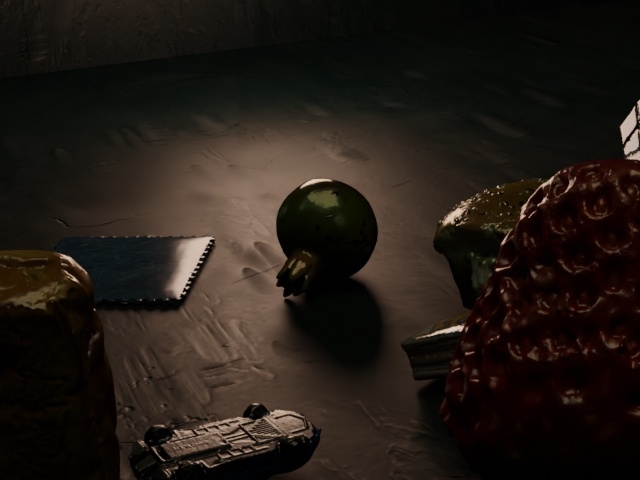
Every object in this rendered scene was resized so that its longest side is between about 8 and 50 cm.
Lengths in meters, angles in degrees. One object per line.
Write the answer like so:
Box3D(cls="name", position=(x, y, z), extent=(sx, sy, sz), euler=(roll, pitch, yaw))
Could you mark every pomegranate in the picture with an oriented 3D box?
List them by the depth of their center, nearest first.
Box3D(cls="pomegranate", position=(0.000, 0.000, 1.809), extent=(0.159, 0.159, 0.205), euler=(11, 50, 31))

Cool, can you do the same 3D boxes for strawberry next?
Box3D(cls="strawberry", position=(0.286, 0.095, 1.232), extent=(0.317, 0.345, 0.295), euler=(18, 28, 41))

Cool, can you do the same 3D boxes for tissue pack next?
Box3D(cls="tissue pack", position=(0.194, 0.122, 1.489), extent=(0.115, 0.065, 0.155), euler=(-22, 3, -43))

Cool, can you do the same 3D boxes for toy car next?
Box3D(cls="toy car", position=(-0.100, 0.234, 1.311), extent=(0.216, 0.063, 0.103), euler=(-8, 22, -29))

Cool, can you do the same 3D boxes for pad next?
Box3D(cls="pad", position=(-0.316, 0.043, 1.898), extent=(0.269, 0.012, 0.269), euler=(0, 22, 6))

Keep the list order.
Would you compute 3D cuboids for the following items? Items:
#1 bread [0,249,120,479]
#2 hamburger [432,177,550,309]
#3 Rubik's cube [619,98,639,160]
Box3D(cls="bread", position=(-0.289, 0.159, 1.211), extent=(0.166, 0.294, 0.132), euler=(-9, 27, -10))
Box3D(cls="hamburger", position=(0.272, 0.014, 1.683), extent=(0.192, 0.168, 0.288), euler=(13, 26, 29))
Box3D(cls="Rubik's cube", position=(0.629, -0.139, 1.903), extent=(0.264, 0.319, 0.319), euler=(19, 15, -19))
